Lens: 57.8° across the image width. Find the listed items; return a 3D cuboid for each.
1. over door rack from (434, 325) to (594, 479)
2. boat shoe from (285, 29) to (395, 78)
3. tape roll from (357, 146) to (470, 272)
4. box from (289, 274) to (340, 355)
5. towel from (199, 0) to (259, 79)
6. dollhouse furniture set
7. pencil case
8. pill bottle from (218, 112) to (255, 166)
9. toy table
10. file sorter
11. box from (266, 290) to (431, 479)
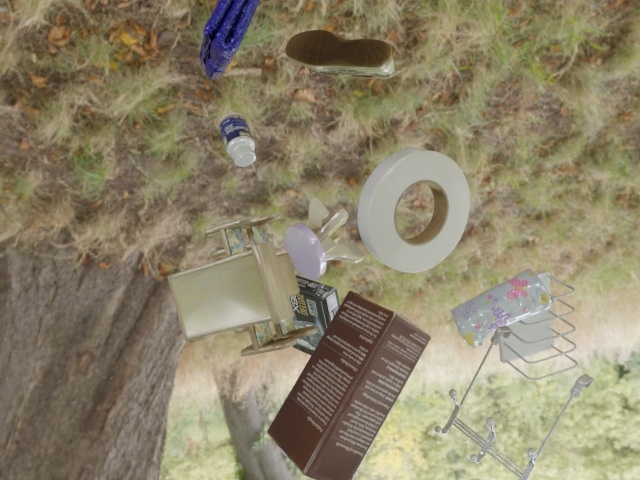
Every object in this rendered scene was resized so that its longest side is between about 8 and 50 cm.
[{"bbox_3d":[0.439,0.390,1.370,0.108,0.239,0.324,21,100,-52],"label":"over door rack"},{"bbox_3d":[0.045,-0.451,1.448,0.285,0.104,0.089,18,168,22],"label":"boat shoe"},{"bbox_3d":[0.296,-0.093,1.805,0.392,0.072,0.391,-9,109,-26],"label":"tape roll"},{"bbox_3d":[-0.026,0.285,2.104,0.243,0.076,0.307,15,128,40],"label":"box"},{"bbox_3d":[-0.185,-0.467,1.199,0.076,0.227,0.308,22,179,-17],"label":"towel"},{"bbox_3d":[-0.083,0.064,0.891,0.161,0.212,0.242,-17,179,27],"label":"dollhouse furniture set"},{"bbox_3d":[0.500,0.189,1.612,0.273,0.124,0.113,-31,149,10],"label":"pencil case"},{"bbox_3d":[-0.190,-0.231,1.336,0.067,0.120,0.067,-17,151,-10],"label":"pill bottle"},{"bbox_3d":[0.000,0.000,1.825,0.161,0.252,0.274,-35,179,-19],"label":"toy table"},{"bbox_3d":[0.682,0.270,1.816,0.193,0.173,0.277,-14,109,-11],"label":"file sorter"},{"bbox_3d":[0.061,0.323,1.287,0.143,0.381,0.191,36,172,-30],"label":"box"}]
